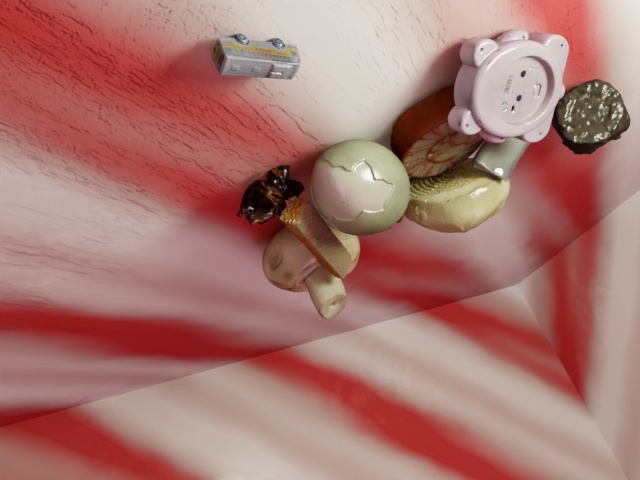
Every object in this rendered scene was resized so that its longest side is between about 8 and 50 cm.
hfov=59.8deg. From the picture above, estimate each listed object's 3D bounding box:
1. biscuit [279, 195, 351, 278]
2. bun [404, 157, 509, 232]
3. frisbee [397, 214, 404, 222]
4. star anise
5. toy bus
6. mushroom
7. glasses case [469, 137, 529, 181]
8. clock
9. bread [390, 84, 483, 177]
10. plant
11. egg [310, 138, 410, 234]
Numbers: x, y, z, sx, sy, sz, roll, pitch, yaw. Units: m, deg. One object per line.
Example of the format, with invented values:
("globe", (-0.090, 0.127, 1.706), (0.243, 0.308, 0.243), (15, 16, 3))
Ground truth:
("biscuit", (0.000, 0.000, 1.728), (0.054, 0.094, 0.378), (13, 157, 35))
("bun", (0.449, -0.133, 1.856), (0.365, 0.202, 0.364), (-19, -159, 7))
("frisbee", (0.231, -0.150, 1.842), (0.035, 0.192, 0.192), (-23, 157, -13))
("star anise", (-0.146, -0.138, 1.625), (0.190, 0.125, 0.220), (-39, 167, 8))
("toy bus", (-0.131, -0.386, 1.176), (0.191, 0.075, 0.064), (-5, 150, -33))
("mushroom", (-0.014, 0.065, 1.981), (0.325, 0.353, 0.353), (-58, 153, -2))
("glasses case", (0.588, -0.303, 1.744), (0.308, 0.128, 0.083), (-50, 173, -21))
("clock", (0.499, -0.408, 1.487), (0.322, 0.113, 0.295), (-6, 116, -25))
("bread", (0.359, -0.321, 1.690), (0.295, 0.114, 0.327), (-21, 157, -4))
("plant", (0.908, -0.405, 1.878), (0.215, 0.213, 0.312), (-34, 164, 19))
("egg", (0.107, -0.155, 1.616), (0.278, 0.278, 0.336), (-34, 152, 24))
